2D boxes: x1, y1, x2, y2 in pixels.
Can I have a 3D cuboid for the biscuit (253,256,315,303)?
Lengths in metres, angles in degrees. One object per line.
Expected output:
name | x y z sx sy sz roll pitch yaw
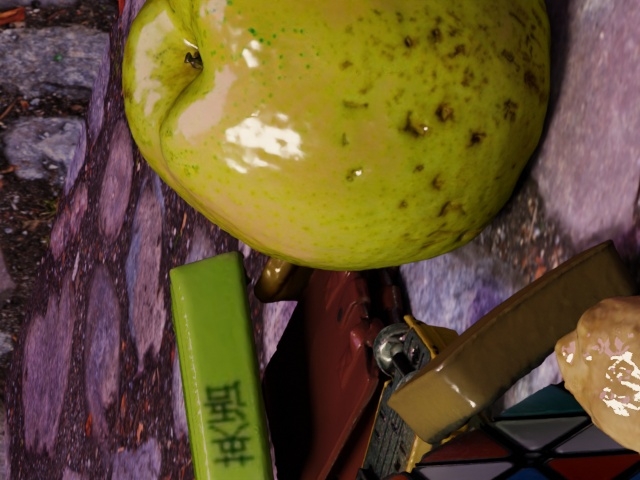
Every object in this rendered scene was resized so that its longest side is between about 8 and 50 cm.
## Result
biscuit | 0.000 0.000 2.103 0.174 0.039 0.183 -55 -14 4

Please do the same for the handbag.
handbag | 0.020 0.153 2.024 0.260 0.084 0.275 -99 25 -48

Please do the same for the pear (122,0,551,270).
pear | 0.007 -0.146 1.729 0.391 0.391 0.391 -172 90 -72

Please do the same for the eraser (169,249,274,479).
eraser | -0.103 0.171 2.033 0.210 0.092 0.274 94 168 -64

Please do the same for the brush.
brush | 0.152 0.080 1.488 0.059 0.197 0.123 53 155 4

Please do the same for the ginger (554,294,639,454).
ginger | 0.247 0.069 1.294 0.193 0.122 0.115 -52 6 32

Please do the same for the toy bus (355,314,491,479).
toy bus | 0.082 0.241 1.713 0.121 0.123 0.335 -121 43 -65

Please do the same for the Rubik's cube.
Rubik's cube | 0.212 0.236 1.405 0.234 0.284 0.250 -21 86 46
